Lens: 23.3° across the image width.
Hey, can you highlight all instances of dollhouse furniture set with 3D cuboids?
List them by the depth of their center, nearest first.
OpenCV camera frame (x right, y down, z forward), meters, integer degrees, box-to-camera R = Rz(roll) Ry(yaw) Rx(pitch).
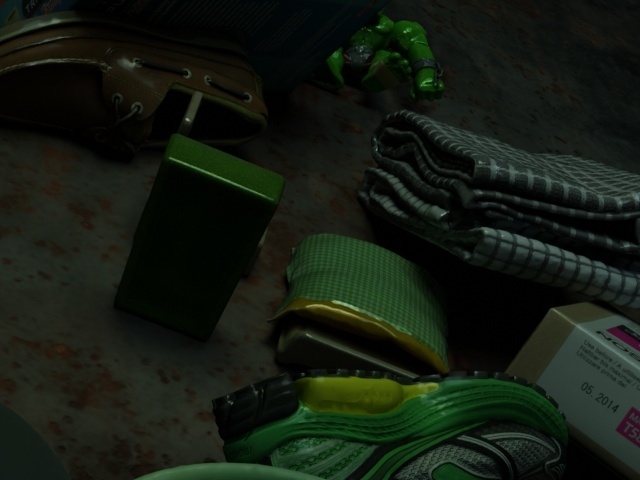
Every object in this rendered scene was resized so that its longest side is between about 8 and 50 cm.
[{"bbox_3d":[0.000,0.000,1.325,0.302,0.151,0.197,22,30,-6],"label":"dollhouse furniture set"}]

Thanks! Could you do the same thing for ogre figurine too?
[{"bbox_3d":[0.045,-0.220,1.773,0.197,0.097,0.118,-3,40,14],"label":"ogre figurine"}]

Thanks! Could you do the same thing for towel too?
[{"bbox_3d":[0.190,-0.038,1.476,0.235,0.121,0.284,15,7,-21],"label":"towel"}]

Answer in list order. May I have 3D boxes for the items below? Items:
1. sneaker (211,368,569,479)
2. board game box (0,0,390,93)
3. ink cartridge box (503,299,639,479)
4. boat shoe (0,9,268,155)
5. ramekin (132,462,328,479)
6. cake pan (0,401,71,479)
[{"bbox_3d":[0.062,0.178,1.153,0.344,0.134,0.146,4,72,-43],"label":"sneaker"},{"bbox_3d":[-0.108,-0.246,1.526,0.336,0.254,0.079,0,65,-37],"label":"board game box"},{"bbox_3d":[0.288,0.150,1.317,0.235,0.088,0.193,36,12,18],"label":"ink cartridge box"},{"bbox_3d":[-0.183,-0.140,1.453,0.307,0.110,0.104,-6,57,-33],"label":"boat shoe"},{"bbox_3d":[-0.029,0.281,0.861,0.303,0.148,0.303,18,30,-11],"label":"ramekin"},{"bbox_3d":[-0.274,0.170,0.949,0.293,0.054,0.293,19,30,-11],"label":"cake pan"}]
